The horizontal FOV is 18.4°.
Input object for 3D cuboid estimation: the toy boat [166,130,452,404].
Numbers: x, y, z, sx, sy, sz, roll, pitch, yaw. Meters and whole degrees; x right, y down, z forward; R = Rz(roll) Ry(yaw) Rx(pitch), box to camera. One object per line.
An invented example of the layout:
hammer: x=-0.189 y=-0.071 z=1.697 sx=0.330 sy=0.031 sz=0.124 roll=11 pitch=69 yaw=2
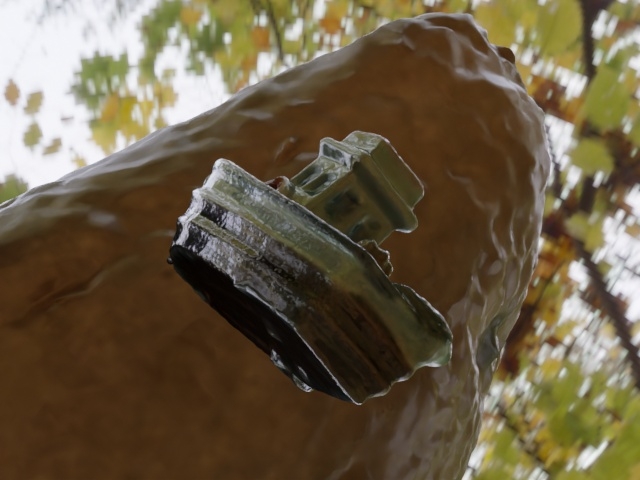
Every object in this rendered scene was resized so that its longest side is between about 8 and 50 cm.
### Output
toy boat: x=0.000 y=0.000 z=0.544 sx=0.066 sy=0.140 sz=0.059 roll=-41 pitch=-68 yaw=-10

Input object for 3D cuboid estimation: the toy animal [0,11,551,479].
toy animal: x=-0.056 y=0.071 z=0.750 sx=0.358 sy=0.226 sz=0.188 roll=-27 pitch=-125 yaw=-20
